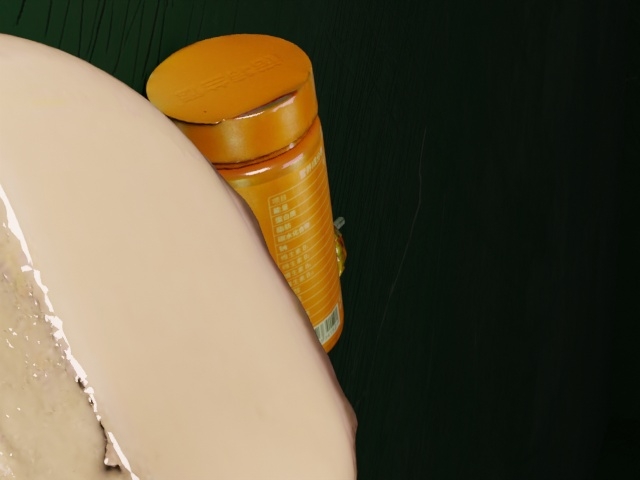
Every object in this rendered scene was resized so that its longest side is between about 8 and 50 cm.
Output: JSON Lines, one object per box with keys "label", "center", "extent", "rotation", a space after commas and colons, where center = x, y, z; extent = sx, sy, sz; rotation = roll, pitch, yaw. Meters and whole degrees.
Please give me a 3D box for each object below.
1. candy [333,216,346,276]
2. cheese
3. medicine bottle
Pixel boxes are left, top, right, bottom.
{"label": "candy", "center": [0.000, 0.000, 1.163], "extent": [0.201, 0.060, 0.060], "rotation": [-44, 138, -78]}
{"label": "cheese", "center": [-0.099, 0.052, 0.568], "extent": [0.266, 0.127, 0.233], "rotation": [62, 25, 9]}
{"label": "medicine bottle", "center": [-0.041, -0.017, 0.929], "extent": [0.096, 0.096, 0.192], "rotation": [-65, 155, -47]}
